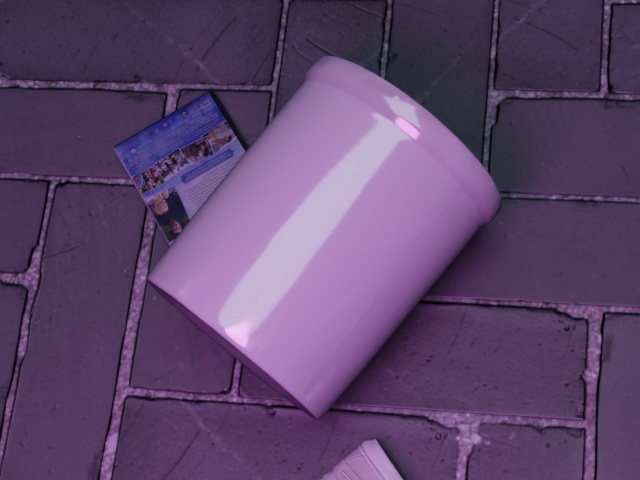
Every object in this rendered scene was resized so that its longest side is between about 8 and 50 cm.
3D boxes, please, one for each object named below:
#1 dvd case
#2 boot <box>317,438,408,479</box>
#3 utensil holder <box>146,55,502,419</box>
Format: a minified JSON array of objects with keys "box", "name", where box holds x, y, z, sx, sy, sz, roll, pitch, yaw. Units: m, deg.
[{"box":[-0.182,-0.090,2.053,0.180,0.022,0.253,-31,67,-4],"name":"dvd case"},{"box":[0.094,0.395,1.785,0.123,0.095,0.258,-37,59,1],"name":"boot"},{"box":[0.000,0.000,1.827,0.328,0.327,0.385,37,82,21],"name":"utensil holder"}]
